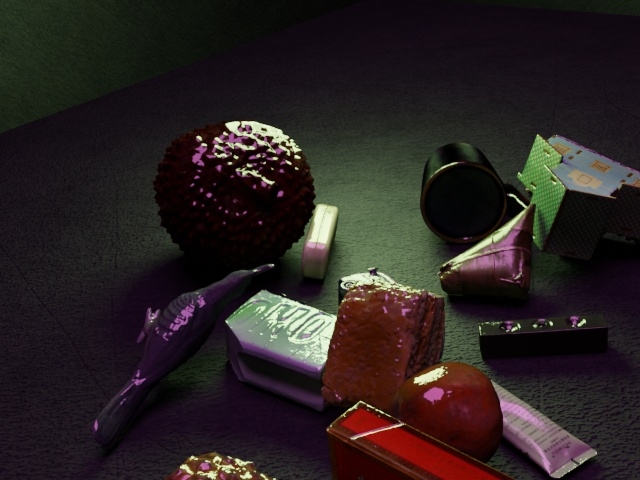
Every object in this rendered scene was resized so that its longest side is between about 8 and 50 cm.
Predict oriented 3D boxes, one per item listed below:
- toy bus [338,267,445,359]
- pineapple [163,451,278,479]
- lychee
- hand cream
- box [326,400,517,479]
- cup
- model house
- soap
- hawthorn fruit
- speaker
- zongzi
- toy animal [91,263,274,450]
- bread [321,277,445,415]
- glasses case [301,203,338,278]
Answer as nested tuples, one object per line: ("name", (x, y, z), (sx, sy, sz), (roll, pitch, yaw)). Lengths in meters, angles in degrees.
("toy bus", (0.108, 0.125, 1.370), (0.108, 0.096, 0.199), (-15, 30, -24))
("pineapple", (-0.032, 0.356, 0.922), (0.340, 0.169, 0.169), (20, 36, 28))
("lychee", (-0.164, -0.083, 1.638), (0.306, 0.306, 0.330), (-20, 2, -24))
("hand cream", (0.261, 0.242, 1.172), (0.080, 0.050, 0.234), (-22, 36, -28))
("box", (0.119, 0.300, 0.969), (0.239, 0.153, 0.074), (19, 41, 40))
("cup", (0.305, -0.079, 1.713), (0.166, 0.239, 0.177), (-45, 13, 19))
("model house", (0.458, -0.057, 1.531), (0.271, 0.178, 0.206), (33, 36, 23))
("soap", (-0.052, 0.164, 1.337), (0.230, 0.091, 0.145), (14, 34, 33))
("hawthorn fruit", (0.149, 0.237, 1.081), (0.149, 0.149, 0.189), (19, 30, 40))
("speaker", (0.343, 0.149, 1.323), (0.191, 0.046, 0.040), (-5, 26, 6))
("zongzi", (0.289, 0.013, 1.489), (0.160, 0.078, 0.176), (2, 68, 15))
("toy animal", (-0.239, 0.156, 1.347), (0.367, 0.081, 0.205), (-46, 20, -19))
("bread", (0.090, 0.151, 1.212), (0.138, 0.196, 0.102), (10, -8, 31))
("glasses case", (0.000, 0.000, 1.645), (0.050, 0.083, 0.196), (11, 31, 3))
